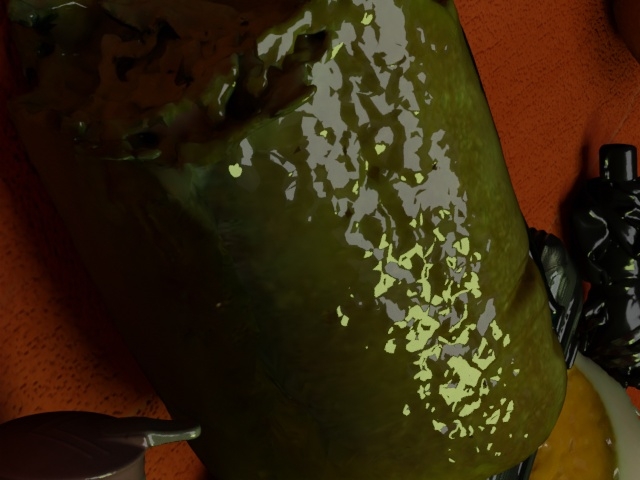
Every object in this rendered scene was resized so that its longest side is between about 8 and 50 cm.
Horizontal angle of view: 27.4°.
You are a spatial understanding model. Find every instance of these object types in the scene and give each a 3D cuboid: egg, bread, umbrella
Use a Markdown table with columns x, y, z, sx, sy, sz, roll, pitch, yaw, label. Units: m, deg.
| x | y | z | sx | sy | sz | roll | pitch | yaw | label |
| --- | --- | --- | --- | --- | --- | --- | --- | --- | --- |
| 0.148 | 0.223 | 1.150 | 0.286 | 0.174 | 0.264 | -7 | 79 | -38 | egg |
| 0.000 | 0.000 | 0.739 | 0.251 | 0.208 | 0.377 | -23 | 123 | -4 | bread |
| 0.321 | 0.031 | 1.423 | 0.110 | 0.122 | 0.273 | -123 | -152 | -72 | umbrella |

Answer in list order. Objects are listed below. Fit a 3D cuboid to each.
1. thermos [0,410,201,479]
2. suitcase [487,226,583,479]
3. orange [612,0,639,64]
| x | y | z | sx | sy | sz | roll | pitch | yaw | label |
| --- | --- | --- | --- | --- | --- | --- | --- | --- | --- |
| -0.127 | 0.228 | 0.712 | 0.146 | 0.176 | 0.265 | -21 | 118 | -55 | thermos |
| 0.059 | 0.125 | 0.951 | 0.128 | 0.202 | 0.312 | 49 | 57 | -64 | suitcase |
| 0.446 | -0.263 | 1.371 | 0.274 | 0.274 | 0.274 | -24 | 120 | -52 | orange |
